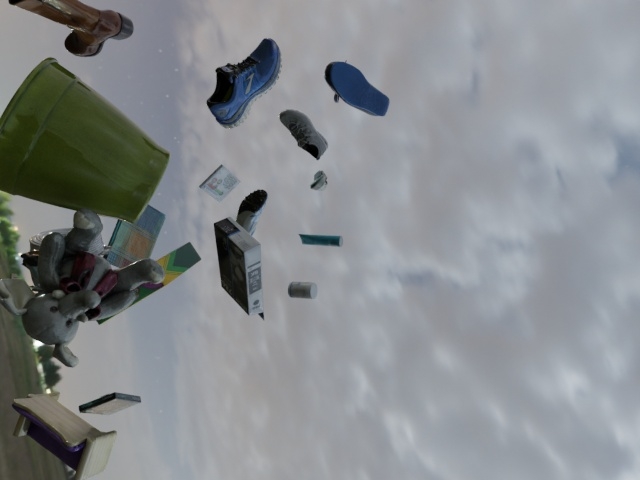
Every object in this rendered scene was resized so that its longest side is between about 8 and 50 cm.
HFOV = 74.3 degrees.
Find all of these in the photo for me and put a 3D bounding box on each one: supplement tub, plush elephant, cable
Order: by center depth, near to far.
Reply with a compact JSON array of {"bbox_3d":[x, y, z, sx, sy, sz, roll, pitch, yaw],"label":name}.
[{"bbox_3d":[-0.589,0.132,1.003,0.272,0.330,0.255,57,5,-33],"label":"plush elephant"},{"bbox_3d":[-1.006,0.018,1.680,0.257,0.257,0.089,9,-72,12],"label":"cable"},{"bbox_3d":[-0.073,0.204,1.730,0.107,0.071,0.071,-1,-78,24],"label":"supplement tub"}]

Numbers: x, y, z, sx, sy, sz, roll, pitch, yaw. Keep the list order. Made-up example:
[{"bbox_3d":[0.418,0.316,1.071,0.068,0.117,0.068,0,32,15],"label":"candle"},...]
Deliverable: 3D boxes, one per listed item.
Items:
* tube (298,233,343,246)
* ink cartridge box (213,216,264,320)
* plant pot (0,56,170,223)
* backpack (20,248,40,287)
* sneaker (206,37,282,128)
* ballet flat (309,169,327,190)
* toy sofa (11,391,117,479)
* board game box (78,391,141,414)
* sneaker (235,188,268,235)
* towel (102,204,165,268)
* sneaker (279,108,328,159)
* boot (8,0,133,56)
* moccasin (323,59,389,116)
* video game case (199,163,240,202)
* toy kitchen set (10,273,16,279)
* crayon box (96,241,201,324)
[{"bbox_3d":[0.000,0.000,1.967,0.207,0.052,0.080,3,-43,21],"label":"tube"},{"bbox_3d":[-0.244,0.105,1.286,0.165,0.065,0.333,37,-39,34],"label":"ink cartridge box"},{"bbox_3d":[-0.619,-0.223,1.139,0.366,0.353,0.366,-40,-145,35],"label":"plant pot"},{"bbox_3d":[-0.884,0.117,1.399,0.115,0.152,0.182,28,-54,48],"label":"backpack"},{"bbox_3d":[-0.252,-0.534,1.388,0.130,0.147,0.330,31,-95,32],"label":"sneaker"},{"bbox_3d":[0.002,-0.251,1.834,0.072,0.213,0.068,-37,-75,18],"label":"ballet flat"},{"bbox_3d":[-0.900,0.668,1.445,0.362,0.177,0.150,17,-93,24],"label":"toy sofa"},{"bbox_3d":[-0.731,0.573,1.480,0.186,0.126,0.026,81,-12,-65],"label":"board game box"},{"bbox_3d":[-0.254,-0.078,1.511,0.085,0.086,0.237,36,-79,23],"label":"sneaker"},{"bbox_3d":[-0.952,-0.023,2.186,0.040,0.271,0.370,4,-111,25],"label":"towel"},{"bbox_3d":[-0.076,-0.484,1.934,0.105,0.281,0.115,-28,-146,43],"label":"sneaker"},{"bbox_3d":[-0.730,-0.615,1.202,0.264,0.280,0.096,1,-81,22],"label":"boot"},{"bbox_3d":[0.118,-0.542,1.564,0.117,0.342,0.138,28,-86,42],"label":"moccasin"},{"bbox_3d":[-0.456,-0.258,1.928,0.143,0.157,0.019,-44,-120,1],"label":"video game case"},{"bbox_3d":[-1.229,0.160,1.633,0.068,0.083,0.075,36,-66,49],"label":"toy kitchen set"},{"bbox_3d":[-0.717,0.168,1.740,0.363,0.313,0.106,-29,-82,17],"label":"crayon box"}]
